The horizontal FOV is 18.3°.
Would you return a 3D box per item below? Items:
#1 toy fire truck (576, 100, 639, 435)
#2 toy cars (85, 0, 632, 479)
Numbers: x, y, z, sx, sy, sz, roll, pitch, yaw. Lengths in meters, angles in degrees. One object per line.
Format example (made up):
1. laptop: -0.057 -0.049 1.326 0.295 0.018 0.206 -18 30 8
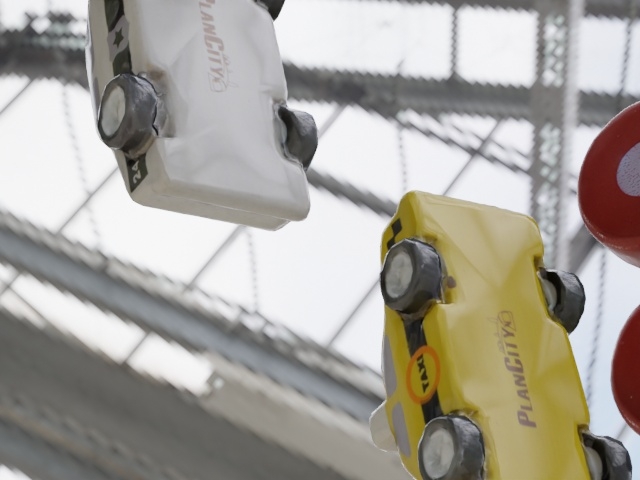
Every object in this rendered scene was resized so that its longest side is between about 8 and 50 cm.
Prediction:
1. toy fire truck: 0.292 0.009 1.056 0.254 0.302 0.169 -27 -43 26
2. toy cars: 0.000 0.000 0.943 0.393 0.176 0.087 47 -48 3
